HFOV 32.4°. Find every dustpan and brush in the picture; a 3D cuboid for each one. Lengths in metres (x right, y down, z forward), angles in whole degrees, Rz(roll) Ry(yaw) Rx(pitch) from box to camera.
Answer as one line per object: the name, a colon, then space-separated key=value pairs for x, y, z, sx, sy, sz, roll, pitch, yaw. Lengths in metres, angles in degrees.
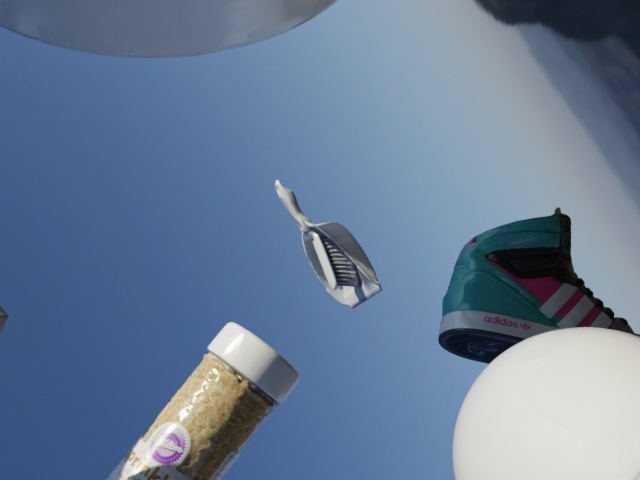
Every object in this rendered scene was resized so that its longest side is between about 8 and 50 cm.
dustpan and brush: x=0.000 y=0.000 z=1.592 sx=0.211 sy=0.060 sz=0.147 roll=66 pitch=158 yaw=7

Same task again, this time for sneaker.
sneaker: x=0.271 y=0.059 z=1.211 sx=0.295 sy=0.124 sz=0.178 roll=15 pitch=-116 yaw=-17

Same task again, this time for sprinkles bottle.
sprinkles bottle: x=-0.176 y=0.276 z=1.396 sx=0.121 sy=0.355 sz=0.121 roll=36 pitch=169 yaw=8

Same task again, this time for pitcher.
pitcher: x=0.153 y=0.087 z=0.491 sx=0.125 sy=0.178 sz=0.207 roll=46 pitch=174 yaw=-8

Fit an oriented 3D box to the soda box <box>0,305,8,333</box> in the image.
soda box: x=-0.476 y=0.085 z=1.128 sx=0.286 sy=0.091 sz=0.098 roll=5 pitch=-151 yaw=-49

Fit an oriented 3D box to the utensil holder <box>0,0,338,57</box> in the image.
utensil holder: x=-0.089 y=-0.331 z=0.531 sx=0.385 sy=0.327 sz=0.327 roll=99 pitch=153 yaw=-55
